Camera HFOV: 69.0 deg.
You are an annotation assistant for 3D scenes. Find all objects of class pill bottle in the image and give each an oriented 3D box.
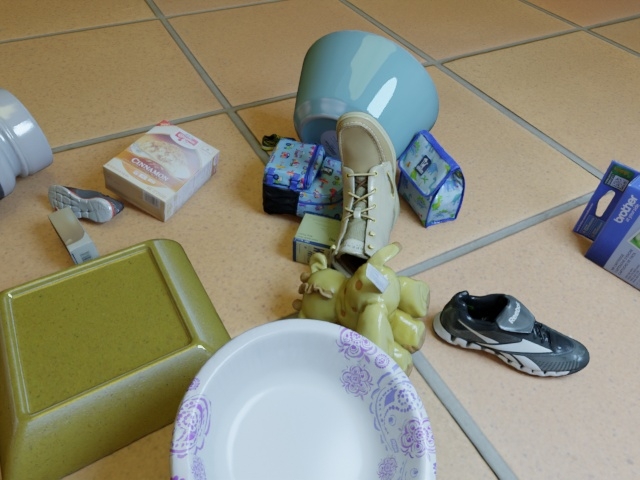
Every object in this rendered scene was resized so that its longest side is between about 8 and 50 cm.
[{"bbox_3d":[-0.710,-0.130,0.848,0.204,0.204,0.361,30,53,23],"label":"pill bottle"}]

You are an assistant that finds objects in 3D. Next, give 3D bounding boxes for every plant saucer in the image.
[{"bbox_3d":[-0.325,0.137,0.699,0.333,0.081,0.333,-23,52,-22],"label":"plant saucer"}]

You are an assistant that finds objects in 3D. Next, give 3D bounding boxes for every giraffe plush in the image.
[{"bbox_3d":[0.046,0.101,0.711,0.171,0.210,0.181,-1,43,39],"label":"giraffe plush"}]

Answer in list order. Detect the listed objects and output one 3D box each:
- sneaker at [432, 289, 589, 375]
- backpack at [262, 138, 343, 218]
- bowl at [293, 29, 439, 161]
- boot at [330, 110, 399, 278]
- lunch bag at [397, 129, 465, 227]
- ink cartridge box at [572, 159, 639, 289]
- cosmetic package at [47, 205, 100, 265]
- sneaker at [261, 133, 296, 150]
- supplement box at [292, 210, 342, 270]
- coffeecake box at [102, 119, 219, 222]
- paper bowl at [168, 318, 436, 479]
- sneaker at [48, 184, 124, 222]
[{"bbox_3d":[0.296,0.137,0.711,0.235,0.106,0.078,16,49,12],"label":"sneaker"},{"bbox_3d":[-0.016,-0.116,0.931,0.174,0.116,0.158,15,47,10],"label":"backpack"},{"bbox_3d":[0.068,-0.250,0.964,0.312,0.311,0.163,20,65,16],"label":"bowl"},{"bbox_3d":[0.068,-0.061,0.790,0.095,0.261,0.203,2,46,22],"label":"boot"},{"bbox_3d":[0.220,-0.124,0.925,0.096,0.151,0.128,-15,50,-17],"label":"lunch bag"},{"bbox_3d":[0.592,0.015,0.787,0.065,0.185,0.311,-30,54,-25],"label":"ink cartridge box"},{"bbox_3d":[-0.443,-0.003,0.839,0.041,0.060,0.115,-30,53,-27],"label":"cosmetic package"},{"bbox_3d":[-0.098,-0.233,1.092,0.083,0.035,0.031,-12,49,-14],"label":"sneaker"},{"bbox_3d":[0.000,0.000,0.860,0.083,0.056,0.083,13,47,9],"label":"supplement box"},{"bbox_3d":[-0.320,-0.147,0.955,0.142,0.068,0.185,30,50,3],"label":"coffeecake box"},{"bbox_3d":[-0.025,0.247,0.540,0.285,0.148,0.284,8,52,-11],"label":"paper bowl"},{"bbox_3d":[-0.461,-0.073,0.921,0.158,0.061,0.065,18,21,13],"label":"sneaker"}]
